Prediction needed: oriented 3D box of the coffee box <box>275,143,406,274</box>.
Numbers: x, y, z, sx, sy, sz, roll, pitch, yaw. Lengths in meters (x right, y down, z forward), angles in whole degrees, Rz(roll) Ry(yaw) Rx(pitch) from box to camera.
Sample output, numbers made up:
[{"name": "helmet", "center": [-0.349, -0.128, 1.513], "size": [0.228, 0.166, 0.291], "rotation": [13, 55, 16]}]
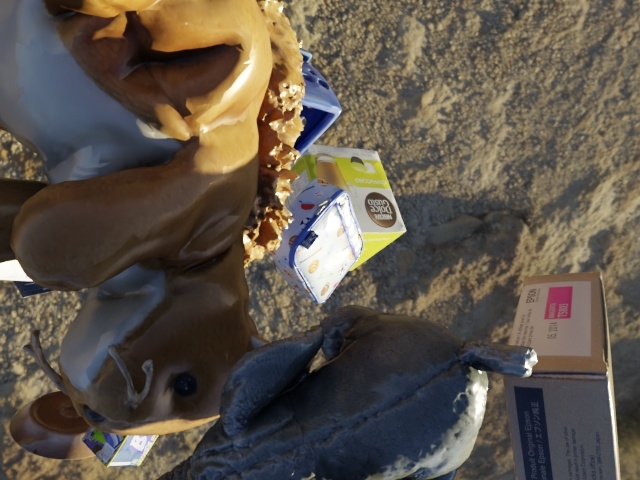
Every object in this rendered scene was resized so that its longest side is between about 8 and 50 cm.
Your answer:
[{"name": "coffee box", "center": [0.029, -0.097, 1.933], "size": [0.338, 0.334, 0.338], "rotation": [-2, 155, -36]}]

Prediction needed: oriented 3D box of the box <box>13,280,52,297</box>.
[{"name": "box", "center": [-0.927, 0.066, 1.804], "size": [0.153, 0.108, 0.206], "rotation": [-12, 125, -6]}]

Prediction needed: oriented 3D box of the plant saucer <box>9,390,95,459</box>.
[{"name": "plant saucer", "center": [-0.471, 0.335, 1.042], "size": [0.199, 0.199, 0.036], "rotation": [11, 103, -28]}]

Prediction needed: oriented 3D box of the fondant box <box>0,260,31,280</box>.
[{"name": "fondant box", "center": [-0.850, -0.024, 1.428], "size": [0.330, 0.096, 0.238], "rotation": [24, 84, -75]}]

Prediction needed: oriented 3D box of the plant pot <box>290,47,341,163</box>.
[{"name": "plant pot", "center": [-0.132, -0.315, 1.208], "size": [0.236, 0.212, 0.236], "rotation": [5, 148, -39]}]

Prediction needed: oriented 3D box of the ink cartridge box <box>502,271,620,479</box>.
[{"name": "ink cartridge box", "center": [0.252, 0.161, 0.565], "size": [0.088, 0.235, 0.193], "rotation": [-5, 105, 28]}]

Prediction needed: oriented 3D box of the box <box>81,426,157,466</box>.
[{"name": "box", "center": [-0.203, 0.181, 0.658], "size": [0.168, 0.054, 0.059], "rotation": [-57, 151, -4]}]

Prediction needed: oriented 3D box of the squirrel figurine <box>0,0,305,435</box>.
[{"name": "squirrel figurine", "center": [-0.117, -0.037, 0.507], "size": [0.281, 0.397, 0.370], "rotation": [-8, 105, 26]}]

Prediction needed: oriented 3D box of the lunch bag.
[{"name": "lunch bag", "center": [0.000, 0.000, 1.367], "size": [0.243, 0.115, 0.303], "rotation": [-49, 149, -18]}]

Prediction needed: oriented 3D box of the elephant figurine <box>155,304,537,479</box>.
[{"name": "elephant figurine", "center": [-0.011, 0.142, 0.377], "size": [0.240, 0.169, 0.185], "rotation": [-13, 120, -34]}]
